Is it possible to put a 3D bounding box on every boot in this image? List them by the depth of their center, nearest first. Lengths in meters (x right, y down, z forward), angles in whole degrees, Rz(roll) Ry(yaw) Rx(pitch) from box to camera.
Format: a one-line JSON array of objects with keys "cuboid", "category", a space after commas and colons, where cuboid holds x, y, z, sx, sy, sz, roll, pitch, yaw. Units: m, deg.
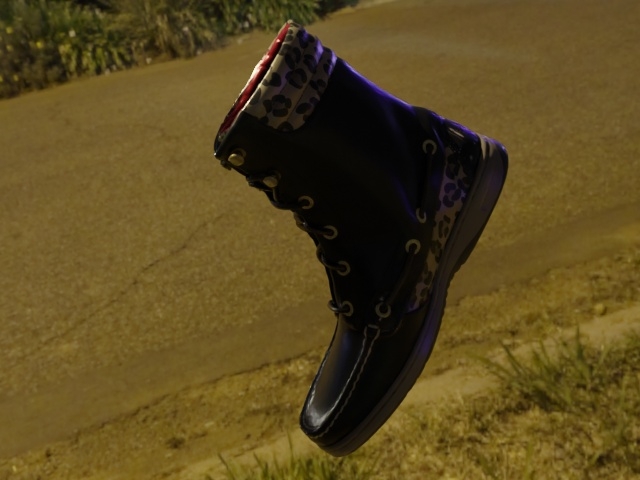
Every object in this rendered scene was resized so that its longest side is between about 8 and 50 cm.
[{"cuboid": [0.000, -0.001, 0.438, 0.237, 0.178, 0.085, -62, 20, -7], "category": "boot"}]
